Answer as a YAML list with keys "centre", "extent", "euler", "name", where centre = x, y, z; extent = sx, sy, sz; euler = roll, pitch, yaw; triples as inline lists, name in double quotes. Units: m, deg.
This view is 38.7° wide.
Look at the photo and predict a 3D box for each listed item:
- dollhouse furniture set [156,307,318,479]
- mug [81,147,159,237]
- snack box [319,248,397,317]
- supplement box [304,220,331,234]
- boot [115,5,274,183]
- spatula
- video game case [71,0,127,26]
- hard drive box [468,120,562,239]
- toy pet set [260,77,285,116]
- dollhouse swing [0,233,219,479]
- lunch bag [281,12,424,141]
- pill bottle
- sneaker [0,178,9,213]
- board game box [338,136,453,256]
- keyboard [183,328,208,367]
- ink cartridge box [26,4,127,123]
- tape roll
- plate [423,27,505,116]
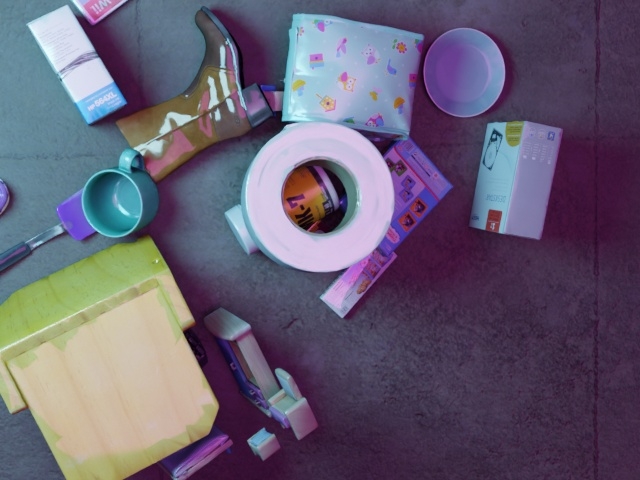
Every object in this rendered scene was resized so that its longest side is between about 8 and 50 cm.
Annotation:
- centre: [-0.225, 0.314, 1.716]
  extent: [0.303, 0.286, 0.198]
  euler: [-34, 115, -20]
  name: "dollhouse furniture set"
- centre: [-0.364, -0.086, 1.735]
  extent: [0.158, 0.097, 0.129]
  euler: [-37, 89, 21]
  name: "mug"
- centre: [0.081, 0.077, 1.926]
  extent: [0.064, 0.022, 0.178]
  euler: [43, 84, -13]
  name: "snack box"
- centre: [0.000, 0.000, 1.886]
  extent: [0.055, 0.043, 0.083]
  euler: [-46, 105, -7]
  name: "supplement box"
- centre: [-0.269, -0.286, 1.778]
  extent: [0.280, 0.096, 0.264]
  euler: [-27, 94, 4]
  name: "boot"
- centre: [-0.542, 0.001, 1.750]
  extent: [0.296, 0.030, 0.084]
  euler: [-33, 105, -10]
  name: "spatula"
- centre: [-0.442, -0.581, 1.721]
  extent: [0.204, 0.025, 0.285]
  euler: [-39, 104, -8]
  name: "video game case"
- centre: [0.405, -0.128, 1.909]
  extent: [0.089, 0.181, 0.232]
  euler: [9, 93, -15]
  name: "hard drive box"
- centre: [-0.078, -0.272, 1.842]
  extent: [0.114, 0.065, 0.122]
  euler: [-9, 103, -49]
  name: "toy pet set"
- centre: [-0.393, 0.225, 1.696]
  extent: [0.347, 0.315, 0.305]
  euler: [-27, 114, -10]
  name: "dollhouse swing"
- centre: [0.051, -0.321, 1.807]
  extent: [0.262, 0.160, 0.223]
  euler: [7, 92, -22]
  name: "lunch bag"
- centre: [-0.078, -0.064, 1.820]
  extent: [0.208, 0.119, 0.119]
  euler: [-31, 102, -9]
  name: "pill bottle"
- centre: [-0.691, -0.054, 1.668]
  extent: [0.236, 0.104, 0.095]
  euler: [-17, 98, -13]
  name: "sneaker"
- centre: [0.154, -0.096, 1.908]
  extent: [0.211, 0.039, 0.160]
  euler: [-46, 105, -14]
  name: "board game box"
- centre: [-0.385, 0.270, 1.791]
  extent: [0.317, 0.033, 0.201]
  euler: [-44, 110, -15]
  name: "keyboard"
- centre: [-0.446, -0.320, 1.681]
  extent: [0.086, 0.148, 0.203]
  euler: [-31, 103, -9]
  name: "ink cartridge box"
- centre: [-0.007, -0.080, 1.722]
  extent: [0.286, 0.100, 0.286]
  euler: [0, 87, -10]
  name: "tape roll"
- centre: [0.303, -0.357, 1.940]
  extent: [0.188, 0.024, 0.188]
  euler: [-2, 97, -14]
  name: "plate"
